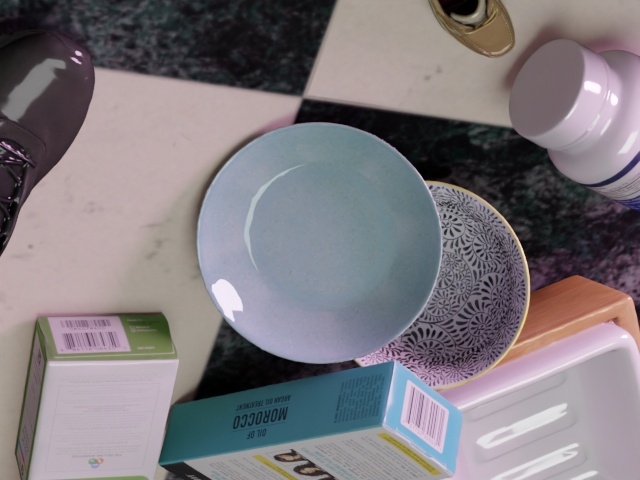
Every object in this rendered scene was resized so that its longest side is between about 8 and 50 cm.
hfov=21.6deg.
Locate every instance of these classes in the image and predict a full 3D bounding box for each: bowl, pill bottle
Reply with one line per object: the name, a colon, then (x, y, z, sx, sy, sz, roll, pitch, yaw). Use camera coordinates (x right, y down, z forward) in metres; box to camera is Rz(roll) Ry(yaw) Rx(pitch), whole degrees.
bowl: (0.092, 0.035, 1.381, 0.170, 0.170, 0.080, -41, 173, 12)
pill bottle: (0.246, -0.088, 1.342, 0.186, 0.112, 0.112, 23, 115, -32)

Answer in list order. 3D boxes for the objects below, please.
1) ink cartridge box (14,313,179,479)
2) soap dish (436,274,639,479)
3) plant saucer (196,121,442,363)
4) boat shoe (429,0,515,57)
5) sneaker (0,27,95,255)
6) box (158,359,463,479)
ink cartridge box: (-0.192, 0.160, 1.398, 0.109, 0.062, 0.209, 0, 126, -21)
soap dish: (0.188, 0.179, 1.518, 0.229, 0.118, 0.291, -23, 130, -3)
plant saucer: (0.000, 0.000, 1.330, 0.195, 0.037, 0.195, 1, 102, 5)
boat shoe: (0.108, -0.178, 1.265, 0.050, 0.045, 0.135, -40, 129, 11)
sneaker: (-0.252, -0.023, 1.195, 0.109, 0.130, 0.286, 28, 111, -34)
box: (-0.010, 0.165, 1.390, 0.244, 0.060, 0.100, -15, 141, 37)
